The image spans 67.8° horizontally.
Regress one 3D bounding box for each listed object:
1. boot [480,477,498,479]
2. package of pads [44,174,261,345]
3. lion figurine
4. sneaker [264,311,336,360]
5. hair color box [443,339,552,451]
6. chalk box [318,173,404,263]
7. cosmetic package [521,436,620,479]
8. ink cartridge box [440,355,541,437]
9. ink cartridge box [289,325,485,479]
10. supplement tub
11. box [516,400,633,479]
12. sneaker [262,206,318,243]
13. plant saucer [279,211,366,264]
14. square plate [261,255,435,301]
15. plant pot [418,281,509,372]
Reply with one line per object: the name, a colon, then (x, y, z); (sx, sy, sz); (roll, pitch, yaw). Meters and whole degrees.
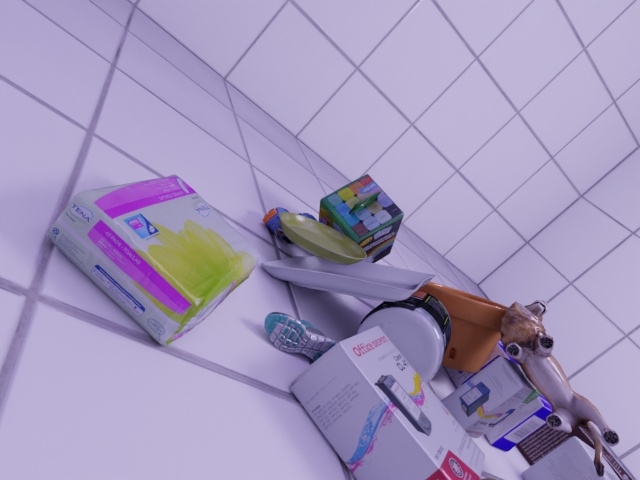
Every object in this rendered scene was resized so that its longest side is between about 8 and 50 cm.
boot: (0.420, 0.608, 0.902); (0.295, 0.104, 0.211); (35, 23, -14)
package of pads: (-0.229, 0.013, 0.750); (0.229, 0.101, 0.296); (43, 16, -3)
lion figurine: (0.544, 0.325, 1.124); (0.240, 0.142, 0.392); (26, 42, -65)
sneaker: (-0.047, 0.175, 0.901); (0.166, 0.065, 0.076); (38, 0, -34)
hair color box: (0.512, 0.421, 1.424); (0.110, 0.185, 0.338); (34, 19, -36)
chalk box: (0.113, -0.057, 1.403); (0.179, 0.180, 0.289); (52, -22, 25)
cosmetic package: (0.668, 0.646, 1.240); (0.151, 0.183, 0.151); (37, 18, -26)
ink cartridge box: (0.428, 0.403, 1.210); (0.154, 0.212, 0.093); (30, 24, -44)
ink cartridge box: (0.122, 0.313, 0.819); (0.306, 0.131, 0.226); (51, 17, 17)
supplement tub: (0.212, 0.225, 1.153); (0.193, 0.193, 0.316); (48, 16, 13)
box: (0.714, 0.610, 1.446); (0.143, 0.191, 0.381); (23, 27, -53)
sneaker: (-0.070, -0.026, 1.324); (0.221, 0.083, 0.087); (6, 49, -53)
plant saucer: (0.000, 0.000, 1.194); (0.241, 0.037, 0.241); (25, 13, -6)
square plate: (0.081, 0.088, 1.147); (0.344, 0.049, 0.347); (9, 5, 20)
plant pot: (0.393, 0.252, 1.394); (0.291, 0.203, 0.291); (18, 2, -1)
